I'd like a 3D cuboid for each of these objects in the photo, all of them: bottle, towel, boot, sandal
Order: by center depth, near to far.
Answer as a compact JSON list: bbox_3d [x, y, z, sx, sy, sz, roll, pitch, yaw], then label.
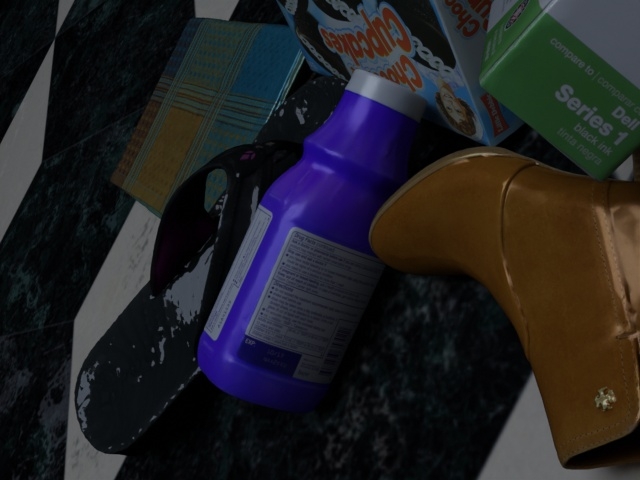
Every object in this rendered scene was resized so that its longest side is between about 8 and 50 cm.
[{"bbox_3d":[0.141,0.041,0.584,0.295,0.104,0.211,-23,52,41],"label":"boot"},{"bbox_3d":[0.000,0.000,0.761,0.092,0.118,0.282,33,101,57],"label":"bottle"},{"bbox_3d":[-0.107,0.029,0.881,0.445,0.107,0.167,-53,51,9],"label":"sandal"},{"bbox_3d":[-0.137,-0.147,1.130,0.370,0.040,0.271,27,89,57],"label":"towel"}]

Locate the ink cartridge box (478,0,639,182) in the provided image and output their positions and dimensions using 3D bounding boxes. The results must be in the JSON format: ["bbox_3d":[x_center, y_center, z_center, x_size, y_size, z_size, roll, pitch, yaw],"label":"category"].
[{"bbox_3d":[0.190,-0.161,0.479,0.219,0.093,0.160,-48,10,30],"label":"ink cartridge box"}]

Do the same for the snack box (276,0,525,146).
[{"bbox_3d":[0.046,-0.209,0.800,0.060,0.187,0.322,-36,33,-11],"label":"snack box"}]
